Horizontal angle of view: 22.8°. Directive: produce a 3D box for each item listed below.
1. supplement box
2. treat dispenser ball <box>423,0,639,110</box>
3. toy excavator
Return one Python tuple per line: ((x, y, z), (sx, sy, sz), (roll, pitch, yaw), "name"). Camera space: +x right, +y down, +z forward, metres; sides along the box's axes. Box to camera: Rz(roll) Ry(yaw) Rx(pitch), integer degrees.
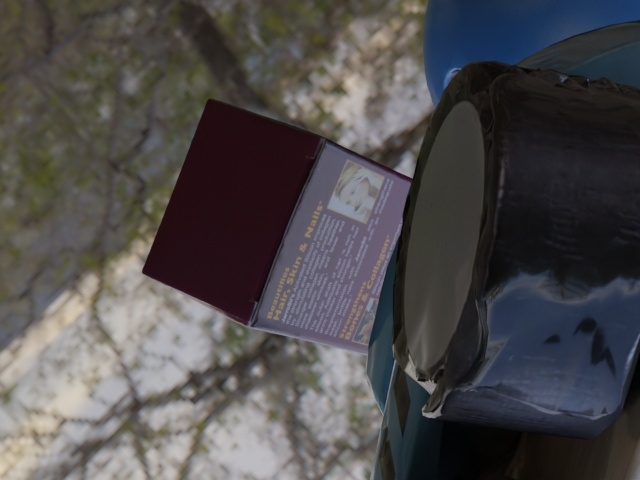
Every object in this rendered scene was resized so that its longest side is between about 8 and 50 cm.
((0.000, 0.000, 0.884), (0.188, 0.081, 0.104), (20, 92, -57), "supplement box")
((0.215, -0.137, 1.093), (0.288, 0.288, 0.288), (-42, -170, 9), "treat dispenser ball")
((0.094, 0.109, 0.674), (0.445, 0.222, 0.433), (-114, -147, -73), "toy excavator")
